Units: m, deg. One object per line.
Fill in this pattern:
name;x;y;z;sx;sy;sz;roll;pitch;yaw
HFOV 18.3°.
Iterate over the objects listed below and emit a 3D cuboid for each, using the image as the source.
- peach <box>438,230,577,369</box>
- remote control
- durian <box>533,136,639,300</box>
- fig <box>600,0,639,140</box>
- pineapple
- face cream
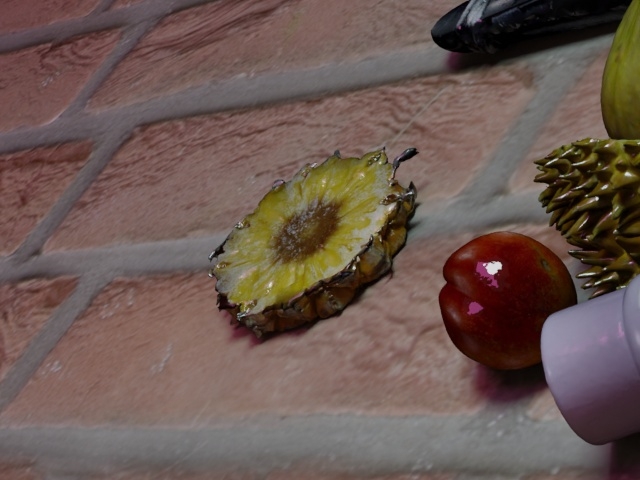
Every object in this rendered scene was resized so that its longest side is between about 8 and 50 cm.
peach;0.133;0.042;1.390;0.100;0.101;0.101;-30;27;17
remote control;0.208;-0.209;1.747;0.266;0.066;0.090;-16;20;45
durian;0.246;-0.007;1.349;0.139;0.144;0.252;-9;-1;-36
fig;0.260;-0.133;1.389;0.160;0.231;0.143;-25;63;12
pineapple;0.000;0.000;1.689;0.221;0.047;0.221;-28;31;19
face cream;0.272;0.042;1.203;0.274;0.096;0.154;-23;-8;28
